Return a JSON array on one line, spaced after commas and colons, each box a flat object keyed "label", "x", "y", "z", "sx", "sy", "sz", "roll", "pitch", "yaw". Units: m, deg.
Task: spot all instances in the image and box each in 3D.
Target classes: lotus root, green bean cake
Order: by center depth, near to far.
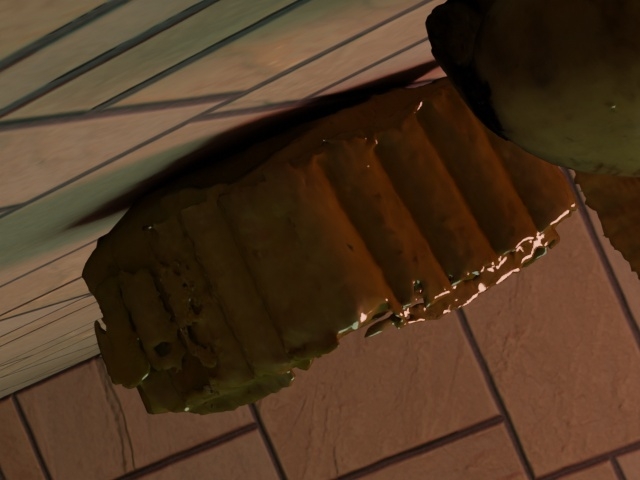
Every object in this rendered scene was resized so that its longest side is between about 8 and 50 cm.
[{"label": "lotus root", "x": 0.141, "y": -0.088, "z": 0.586, "sx": 0.221, "sy": 0.125, "sz": 0.118, "roll": -19, "pitch": 153, "yaw": 16}, {"label": "green bean cake", "x": 0.000, "y": 0.000, "z": 1.071, "sx": 0.230, "sy": 0.131, "sz": 0.224, "roll": -25, "pitch": -179, "yaw": -39}]

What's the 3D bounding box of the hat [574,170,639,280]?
[{"label": "hat", "x": 0.249, "y": -0.092, "z": 0.816, "sx": 0.233, "sy": 0.244, "sz": 0.233, "roll": -16, "pitch": -164, "yaw": 32}]
